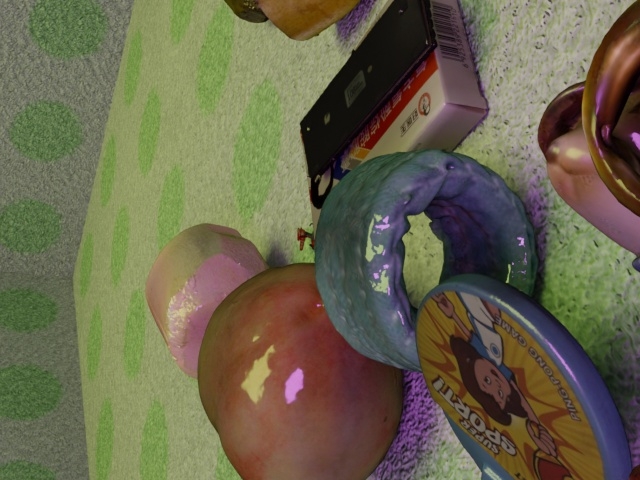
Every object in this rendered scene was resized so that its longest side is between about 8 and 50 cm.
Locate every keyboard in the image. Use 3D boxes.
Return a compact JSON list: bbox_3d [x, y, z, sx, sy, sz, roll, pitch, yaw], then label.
[{"bbox_3d":[0.052,-0.194,1.056,0.317,0.027,0.106,-44,49,55],"label":"keyboard"}]

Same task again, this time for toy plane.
[{"bbox_3d":[0.000,0.000,1.257,0.145,0.037,0.060,19,112,61],"label":"toy plane"}]

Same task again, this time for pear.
[{"bbox_3d":[0.003,-0.438,1.210,0.178,0.267,0.266,-10,72,33],"label":"pear"}]

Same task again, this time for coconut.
[{"bbox_3d":[-0.175,0.097,1.411,0.245,0.233,0.233,-130,51,-58],"label":"coconut"}]

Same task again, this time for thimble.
[{"bbox_3d":[0.108,0.027,0.831,0.143,0.198,0.235,2,112,64],"label":"thimble"}]

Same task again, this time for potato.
[{"bbox_3d":[-0.139,-0.513,1.598,0.149,0.113,0.251,-55,35,40],"label":"potato"}]

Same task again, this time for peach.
[{"bbox_3d":[-0.027,0.165,1.015,0.292,0.247,0.292,176,90,-86],"label":"peach"}]

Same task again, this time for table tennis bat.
[{"bbox_3d":[0.156,0.159,0.686,0.215,0.044,0.329,41,153,37],"label":"table tennis bat"}]

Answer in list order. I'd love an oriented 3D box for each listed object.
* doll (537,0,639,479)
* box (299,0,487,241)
[{"bbox_3d":[0.245,0.038,0.499,0.318,0.209,0.339,116,147,-70],"label":"doll"},{"bbox_3d":[0.077,-0.153,1.098,0.353,0.069,0.214,129,140,-53],"label":"box"}]
